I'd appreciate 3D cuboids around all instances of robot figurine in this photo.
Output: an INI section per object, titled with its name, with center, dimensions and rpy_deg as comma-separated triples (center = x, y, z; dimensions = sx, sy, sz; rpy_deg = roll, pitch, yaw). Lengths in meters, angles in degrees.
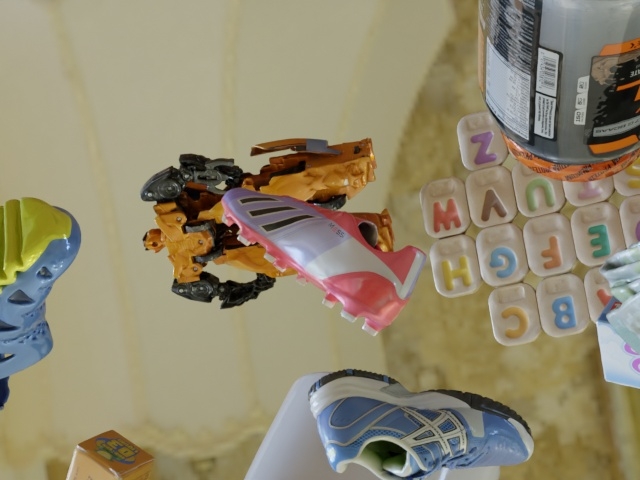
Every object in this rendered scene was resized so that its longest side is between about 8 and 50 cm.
[robot figurine]
center = -0.067, -0.027, 2.001
dimensions = 0.291, 0.211, 0.085
rpy_deg = -9, -150, 10

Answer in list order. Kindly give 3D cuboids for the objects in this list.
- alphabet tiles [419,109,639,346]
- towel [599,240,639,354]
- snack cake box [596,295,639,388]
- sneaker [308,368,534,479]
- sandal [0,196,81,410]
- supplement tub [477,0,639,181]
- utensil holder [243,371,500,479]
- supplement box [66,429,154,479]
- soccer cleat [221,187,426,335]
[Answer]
[alphabet tiles]
center = 0.255, -0.028, 1.929
dimensions = 0.284, 0.278, 0.021
rpy_deg = -13, 168, 19
[towel]
center = 0.408, 0.102, 1.209
dimensions = 0.090, 0.374, 0.320
rpy_deg = -49, -176, -29
[snack cake box]
center = 0.431, 0.090, 1.705
dimensions = 0.264, 0.089, 0.152
rpy_deg = 10, -136, 31
[sneaker]
center = 0.087, 0.173, 1.439
dimensions = 0.211, 0.081, 0.080
rpy_deg = 11, 140, -22
[sandal]
center = -0.323, 0.075, 1.696
dimensions = 0.138, 0.126, 0.317
rpy_deg = 30, 131, -24
[supplement tub]
center = 0.254, -0.213, 1.627
dimensions = 0.207, 0.207, 0.338
rpy_deg = -10, 150, 0
[utensil holder]
center = 0.026, 0.409, 2.165
dimensions = 0.327, 0.385, 0.327
rpy_deg = 21, 154, 11
[supplement box]
center = -0.276, 0.349, 2.057
dimensions = 0.078, 0.233, 0.080
rpy_deg = 31, -151, 24
[soccer cleat]
center = 0.000, 0.000, 1.635
dimensions = 0.248, 0.095, 0.083
rpy_deg = 36, 179, 42
